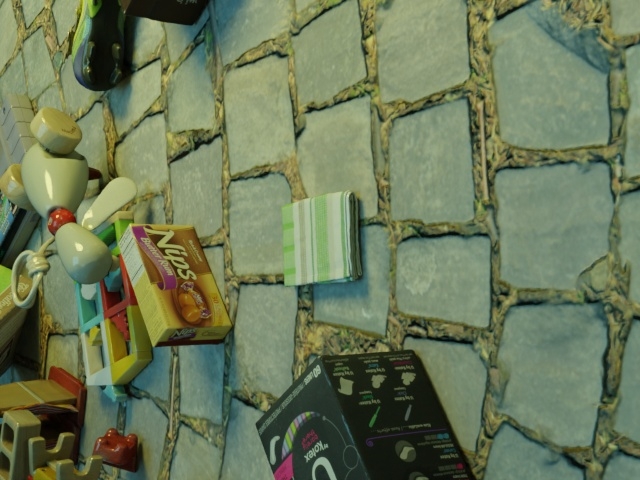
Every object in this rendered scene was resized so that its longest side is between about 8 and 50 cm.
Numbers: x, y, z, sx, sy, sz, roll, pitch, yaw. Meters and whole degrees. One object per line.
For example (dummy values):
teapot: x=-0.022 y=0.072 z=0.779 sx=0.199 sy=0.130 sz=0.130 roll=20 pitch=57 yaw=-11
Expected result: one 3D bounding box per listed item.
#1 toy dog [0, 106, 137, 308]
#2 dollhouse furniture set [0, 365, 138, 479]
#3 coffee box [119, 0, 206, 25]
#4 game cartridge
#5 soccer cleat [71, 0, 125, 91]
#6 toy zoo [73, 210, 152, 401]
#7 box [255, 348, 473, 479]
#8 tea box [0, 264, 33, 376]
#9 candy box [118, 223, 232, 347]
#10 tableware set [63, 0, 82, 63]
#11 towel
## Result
toy dog: x=-0.387 y=-0.051 z=1.929 sx=0.220 sy=0.161 sz=0.334 roll=-34 pitch=58 yaw=36
dollhouse furniture set: x=-0.440 y=0.346 z=1.979 sx=0.374 sy=0.201 sz=0.152 roll=24 pitch=108 yaw=45
coffee box: x=-0.247 y=-0.485 z=1.777 sx=0.168 sy=0.119 sz=0.297 roll=-50 pitch=52 yaw=40
game cartridge: x=-0.619 y=-0.082 z=2.335 sx=0.355 sy=0.068 sz=0.230 roll=-52 pitch=46 yaw=40
soccer cleat: x=-0.354 y=-0.386 z=1.948 sx=0.121 sy=0.093 sz=0.289 roll=32 pitch=115 yaw=57
toy zoo: x=-0.344 y=0.120 z=1.979 sx=0.192 sy=0.030 sz=0.293 roll=-29 pitch=67 yaw=50
box: x=0.061 y=0.276 z=1.330 sx=0.165 sy=0.143 sz=0.270 roll=-52 pitch=51 yaw=41
tea box: x=-0.746 y=0.161 z=2.177 sx=0.323 sy=0.329 sz=0.220 roll=27 pitch=119 yaw=2
candy box: x=-0.210 y=0.063 z=1.731 sx=0.053 sy=0.109 sz=0.187 roll=-51 pitch=50 yaw=40
tableware set: x=-0.412 y=-0.385 z=2.032 sx=0.169 sy=0.020 sz=0.141 roll=-104 pitch=25 yaw=-60
towel: x=0.000 y=0.000 z=1.523 sx=0.152 sy=0.023 sz=0.113 roll=-9 pitch=80 yaw=56
